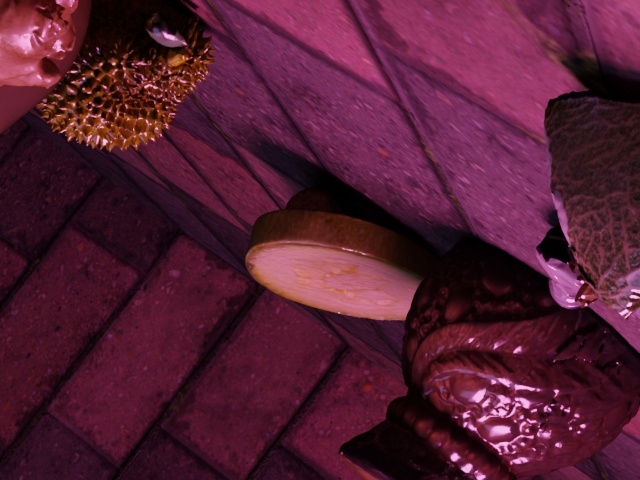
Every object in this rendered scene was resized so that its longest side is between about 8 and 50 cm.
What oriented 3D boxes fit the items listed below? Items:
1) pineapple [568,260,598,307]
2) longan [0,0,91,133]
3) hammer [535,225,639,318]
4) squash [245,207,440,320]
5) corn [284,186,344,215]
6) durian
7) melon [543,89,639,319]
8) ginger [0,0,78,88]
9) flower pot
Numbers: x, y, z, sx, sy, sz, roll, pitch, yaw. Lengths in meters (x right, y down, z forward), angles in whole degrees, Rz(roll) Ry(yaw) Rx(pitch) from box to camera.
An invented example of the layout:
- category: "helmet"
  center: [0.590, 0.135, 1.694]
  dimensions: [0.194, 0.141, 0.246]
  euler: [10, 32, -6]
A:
- category: "pineapple"
  center: [0.212, -0.003, 1.175]
  dimensions: [0.114, 0.114, 0.077]
  euler: [40, -169, 9]
- category: "longan"
  center: [-0.365, -0.242, 1.569]
  dimensions: [0.319, 0.319, 0.319]
  euler: [36, 172, 6]
- category: "hammer"
  center: [0.358, 0.110, 1.389]
  dimensions: [0.427, 0.044, 0.152]
  euler: [33, 171, 22]
- category: "squash"
  center: [0.032, 0.037, 2.032]
  dimensions: [0.252, 0.049, 0.252]
  euler: [13, 158, 5]
- category: "corn"
  center: [-0.004, -0.003, 2.156]
  dimensions: [0.091, 0.091, 0.260]
  euler: [28, 166, 9]
- category: "durian"
  center: [-0.199, -0.177, 1.723]
  dimensions: [0.146, 0.198, 0.159]
  euler: [57, -170, -37]
- category: "melon"
  center: [0.213, -0.017, 1.041]
  dimensions: [0.093, 0.139, 0.202]
  euler: [15, -174, -38]
- category: "ginger"
  center: [-0.327, -0.231, 1.255]
  dimensions: [0.236, 0.166, 0.375]
  euler: [23, 178, 33]
- category: "flower pot"
  center: [0.172, 0.179, 1.779]
  dimensions: [0.266, 0.267, 0.266]
  euler: [36, 173, 5]
